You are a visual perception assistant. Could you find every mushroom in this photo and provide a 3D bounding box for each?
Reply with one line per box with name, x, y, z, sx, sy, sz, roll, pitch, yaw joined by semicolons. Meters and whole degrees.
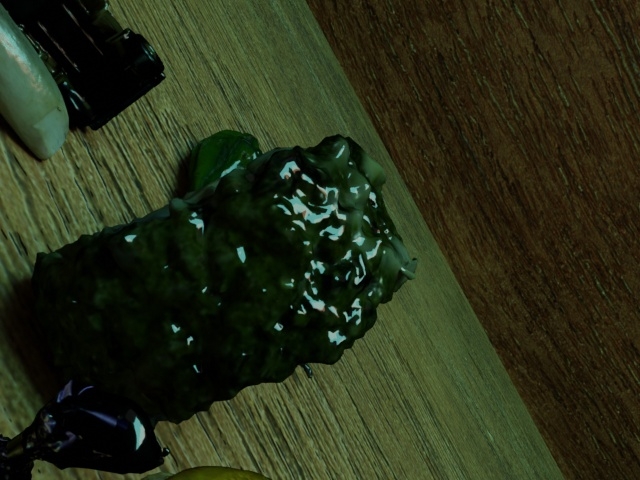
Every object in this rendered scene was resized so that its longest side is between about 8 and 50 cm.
mushroom;-0.302;-0.168;0.695;0.209;0.071;0.084;56;23;-30

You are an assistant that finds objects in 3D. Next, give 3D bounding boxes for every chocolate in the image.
chocolate;-0.171;0.129;0.475;0.072;0.147;0.070;59;12;-33

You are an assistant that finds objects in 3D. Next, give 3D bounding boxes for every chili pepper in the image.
chili pepper;-0.136;-0.087;1.027;0.099;0.083;0.253;59;21;-23

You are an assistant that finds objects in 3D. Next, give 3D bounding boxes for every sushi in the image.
sushi;-0.068;0.025;0.687;0.178;0.294;0.352;65;15;-4

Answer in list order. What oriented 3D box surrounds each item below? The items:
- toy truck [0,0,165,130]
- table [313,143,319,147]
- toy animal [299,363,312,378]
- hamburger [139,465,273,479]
toy truck;-0.281;-0.243;0.785;0.257;0.127;0.127;52;5;-31
table;0.000;0.000;1.125;0.193;0.172;0.169;28;38;-55
toy animal;-0.078;0.094;0.965;0.241;0.056;0.099;58;24;-17
hamburger;-0.100;0.249;0.503;0.156;0.144;0.283;47;17;-22
